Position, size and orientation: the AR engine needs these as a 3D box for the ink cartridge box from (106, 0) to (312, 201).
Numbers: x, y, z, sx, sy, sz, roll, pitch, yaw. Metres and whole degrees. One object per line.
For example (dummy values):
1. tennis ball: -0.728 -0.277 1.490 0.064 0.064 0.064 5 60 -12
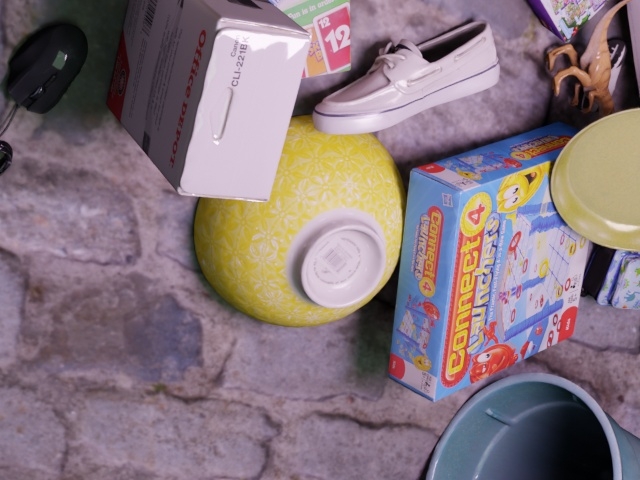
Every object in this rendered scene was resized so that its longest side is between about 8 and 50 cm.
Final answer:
1. ink cartridge box: -0.130 -0.185 1.638 0.114 0.273 0.197 5 113 -27

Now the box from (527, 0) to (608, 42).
1. box: 0.311 -0.403 1.824 0.201 0.057 0.293 -44 141 1

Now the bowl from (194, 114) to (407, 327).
1. bowl: 0.000 0.000 1.867 0.289 0.156 0.289 -11 118 -20

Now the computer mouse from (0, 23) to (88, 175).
1. computer mouse: -0.347 -0.146 1.697 0.071 0.041 0.242 30 100 -35

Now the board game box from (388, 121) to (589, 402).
1. board game box: 0.236 0.024 1.974 0.302 0.086 0.308 -20 125 -40

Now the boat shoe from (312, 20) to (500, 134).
1. boat shoe: 0.107 -0.207 1.850 0.267 0.096 0.088 -19 118 -17

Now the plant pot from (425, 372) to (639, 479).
1. plant pot: 0.384 0.401 2.173 0.334 0.341 0.341 25 102 -42

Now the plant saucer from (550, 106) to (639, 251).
1. plant saucer: 0.418 -0.085 1.907 0.241 0.037 0.241 3 132 4

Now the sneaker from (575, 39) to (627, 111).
1. sneaker: 0.386 -0.224 2.013 0.043 0.040 0.109 11 115 -45

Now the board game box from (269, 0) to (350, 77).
1. board game box: -0.025 -0.320 1.767 0.124 0.039 0.259 -12 117 -20

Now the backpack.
1. backpack: 0.454 0.051 2.153 0.114 0.084 0.105 3 116 -30

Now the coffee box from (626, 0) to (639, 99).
1. coffee box: 0.644 -0.218 1.929 0.338 0.334 0.338 -30 125 -21

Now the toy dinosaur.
1. toy dinosaur: 0.359 -0.239 1.950 0.112 0.064 0.211 -7 126 -3
